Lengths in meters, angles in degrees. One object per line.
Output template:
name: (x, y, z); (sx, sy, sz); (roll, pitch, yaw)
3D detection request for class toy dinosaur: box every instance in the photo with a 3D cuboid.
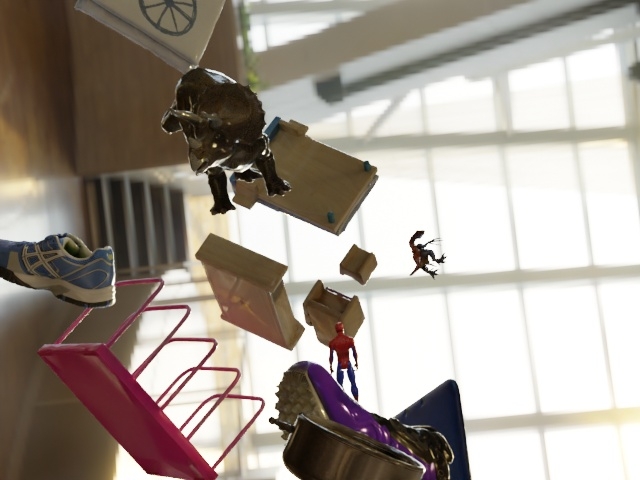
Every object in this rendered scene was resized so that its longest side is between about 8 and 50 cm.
toy dinosaur: (-0.113, -0.131, 1.377); (0.313, 0.121, 0.160); (-120, -162, -61)
toy dinosaur: (0.134, 0.013, 1.616); (0.082, 0.090, 0.047); (39, -65, 43)

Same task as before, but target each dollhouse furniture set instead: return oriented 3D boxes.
dollhouse furniture set: (0.000, 0.000, 1.890); (0.303, 0.286, 0.198); (-57, 157, -23)

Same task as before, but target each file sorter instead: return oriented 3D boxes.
file sorter: (-0.260, 0.219, 1.956); (0.182, 0.202, 0.291); (-50, 115, -30)

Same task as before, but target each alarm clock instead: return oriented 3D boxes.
alarm clock: (0.040, 0.215, 1.123); (0.192, 0.129, 0.064); (15, -99, 52)

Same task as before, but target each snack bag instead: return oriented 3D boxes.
snack bag: (-0.258, -0.424, 1.601); (0.037, 0.342, 0.323); (-29, -143, 52)

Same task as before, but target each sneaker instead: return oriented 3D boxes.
sneaker: (-0.363, 0.025, 1.633); (0.080, 0.211, 0.081); (-26, 129, -70)
sneaker: (0.066, 0.237, 1.348); (0.102, 0.146, 0.293); (-6, -64, 59)

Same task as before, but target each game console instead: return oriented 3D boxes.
game console: (0.212, 0.362, 1.758); (0.173, 0.250, 0.293); (-62, -175, -27)

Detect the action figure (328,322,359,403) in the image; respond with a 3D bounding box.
action figure: (0.030, 0.158, 1.505); (0.030, 0.038, 0.115); (-91, 175, -84)
